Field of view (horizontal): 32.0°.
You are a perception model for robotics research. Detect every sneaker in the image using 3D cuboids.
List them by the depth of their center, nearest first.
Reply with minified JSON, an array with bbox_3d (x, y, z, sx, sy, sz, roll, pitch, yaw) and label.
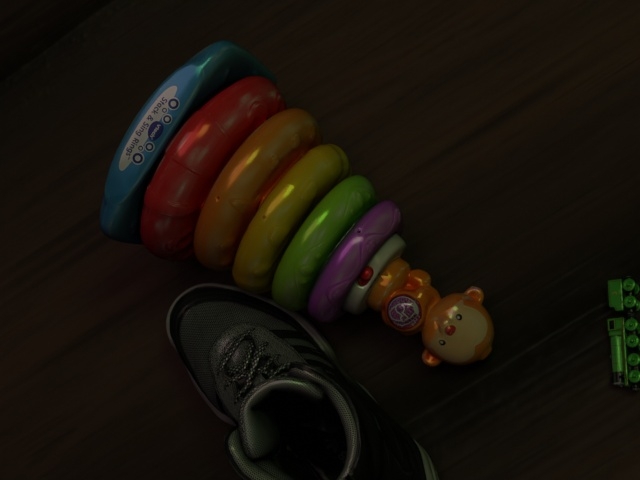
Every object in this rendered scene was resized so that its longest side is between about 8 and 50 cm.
[{"bbox_3d":[-0.033,0.105,0.792,0.268,0.153,0.101,40,88,28],"label":"sneaker"}]

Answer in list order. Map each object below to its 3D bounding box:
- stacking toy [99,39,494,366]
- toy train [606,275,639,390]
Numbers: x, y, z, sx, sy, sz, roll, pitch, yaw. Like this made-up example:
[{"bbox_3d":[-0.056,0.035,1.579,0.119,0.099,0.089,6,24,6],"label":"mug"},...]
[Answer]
[{"bbox_3d":[0.000,0.000,0.840,0.302,0.166,0.175,35,95,13],"label":"stacking toy"},{"bbox_3d":[0.216,0.066,0.790,0.023,0.017,0.083,-8,68,28],"label":"toy train"}]
